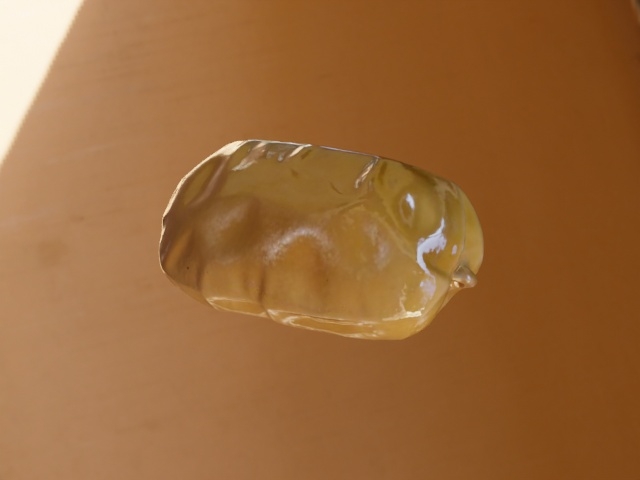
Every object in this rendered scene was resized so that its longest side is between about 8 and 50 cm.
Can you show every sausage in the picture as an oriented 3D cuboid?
[{"bbox_3d":[0.000,0.000,0.888,0.120,0.241,0.136,54,47,-56],"label":"sausage"}]
